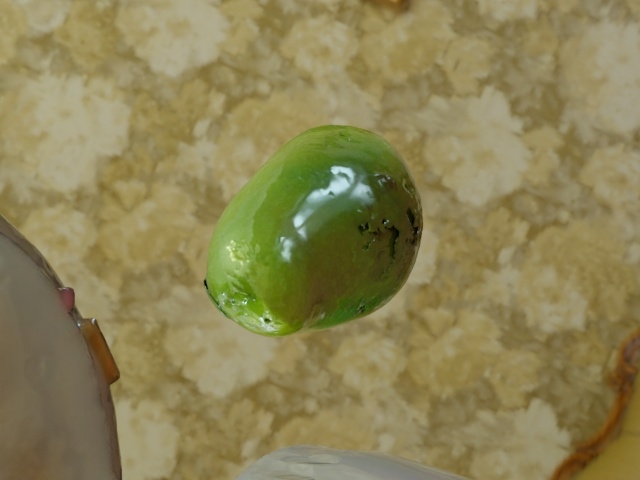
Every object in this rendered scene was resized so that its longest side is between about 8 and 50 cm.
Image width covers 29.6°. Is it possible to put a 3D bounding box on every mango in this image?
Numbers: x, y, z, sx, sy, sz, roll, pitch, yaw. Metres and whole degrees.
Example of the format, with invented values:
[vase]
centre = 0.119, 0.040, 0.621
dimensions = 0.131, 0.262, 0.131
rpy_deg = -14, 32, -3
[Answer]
[mango]
centre = 0.000, 0.000, 0.806
dimensions = 0.233, 0.125, 0.111
rpy_deg = -58, -15, -58

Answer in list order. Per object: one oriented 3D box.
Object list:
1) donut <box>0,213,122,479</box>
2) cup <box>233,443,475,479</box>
[donut]
centre = -0.276, 0.129, 0.569
dimensions = 0.142, 0.383, 0.382
rpy_deg = -14, 48, 53
[cup]
centre = 0.072, 0.303, 0.952
dimensions = 0.372, 0.253, 0.253
rpy_deg = 11, 75, 54
